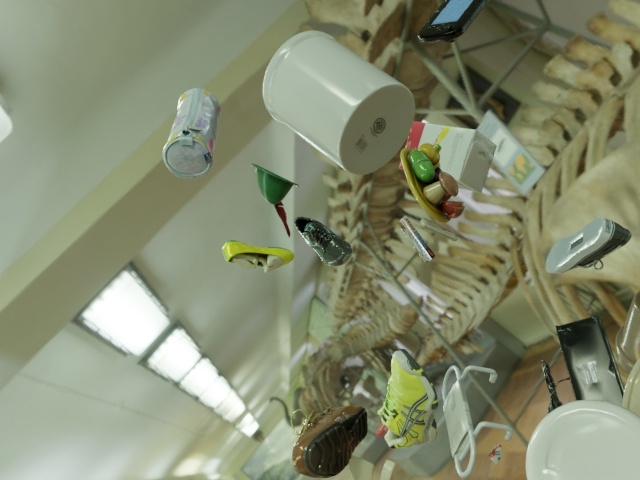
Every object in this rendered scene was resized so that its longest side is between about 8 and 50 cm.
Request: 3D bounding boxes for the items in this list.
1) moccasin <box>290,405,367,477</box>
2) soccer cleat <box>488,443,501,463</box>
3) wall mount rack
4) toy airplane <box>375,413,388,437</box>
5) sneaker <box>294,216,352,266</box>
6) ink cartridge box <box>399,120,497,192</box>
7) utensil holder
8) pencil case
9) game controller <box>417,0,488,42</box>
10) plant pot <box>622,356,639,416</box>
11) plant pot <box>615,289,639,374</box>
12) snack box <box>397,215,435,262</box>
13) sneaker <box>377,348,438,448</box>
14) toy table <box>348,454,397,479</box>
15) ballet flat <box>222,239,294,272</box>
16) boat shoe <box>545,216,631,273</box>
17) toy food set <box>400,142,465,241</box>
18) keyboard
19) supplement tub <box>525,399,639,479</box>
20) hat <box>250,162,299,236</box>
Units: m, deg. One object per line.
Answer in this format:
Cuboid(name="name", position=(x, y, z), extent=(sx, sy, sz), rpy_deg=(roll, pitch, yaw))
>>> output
Cuboid(name="moccasin", position=(0.007, 0.489, 1.509), extent=(0.380, 0.146, 0.139), rpy_deg=(-13, -79, -71))
Cuboid(name="soccer cleat", position=(0.551, 0.666, 1.877), extent=(0.029, 0.036, 0.083), rpy_deg=(-46, -15, 30))
Cuboid(name="wall mount rack", position=(0.406, 0.525, 1.636), extent=(0.350, 0.130, 0.304), rpy_deg=(-85, 8, -58))
Cuboid(name="toy airplane", position=(0.278, 0.683, 2.239), extent=(0.151, 0.151, 0.028), rpy_deg=(-53, -19, 7))
Cuboid(name="sneaker", position=(0.000, 0.000, 1.981), extent=(0.101, 0.267, 0.106), rpy_deg=(-51, -49, -4))
Cuboid(name="ink cartridge box", position=(0.312, -0.204, 1.468), extent=(0.128, 0.176, 0.127), rpy_deg=(16, -88, -49))
Cuboid(name="utensil holder", position=(0.059, -0.431, 1.887), extent=(0.327, 0.385, 0.328), rpy_deg=(-28, -39, -26))
Cuboid(name="pencil case", position=(-0.311, -0.268, 1.472), extent=(0.273, 0.113, 0.124), rpy_deg=(-94, -7, -52))
Cuboid(name="game controller", position=(0.454, -0.765, 2.017), extent=(0.319, 0.166, 0.067), rpy_deg=(-53, -40, -28))
Cuboid(name="plant pot", position=(0.890, 0.392, 1.284), extent=(0.334, 0.334, 0.305), rpy_deg=(-48, 15, -17))
Cuboid(name="plant pot", position=(1.017, 0.264, 1.797), extent=(0.263, 0.263, 0.229), rpy_deg=(-45, -52, -33))
Cuboid(name="snack box", position=(0.339, -0.004, 2.131), extent=(0.022, 0.178, 0.064), rpy_deg=(-33, -7, -18))
Cuboid(name="sneaker", position=(0.245, 0.476, 1.733), extent=(0.147, 0.145, 0.385), rpy_deg=(-22, -56, -13))
Cuboid(name="toy table", position=(0.166, 0.678, 1.550), extent=(0.252, 0.274, 0.161), rpy_deg=(92, -156, -60))
Cuboid(name="ballet flat", position=(-0.183, 0.057, 1.808), extent=(0.077, 0.230, 0.077), rpy_deg=(-58, 32, 35))
Cuboid(name="boat shoe", position=(0.761, 0.027, 1.723), extent=(0.306, 0.104, 0.113), rpy_deg=(117, 171, -60))
Cuboid(name="toy food set", position=(0.226, -0.107, 1.130), extent=(0.128, 0.218, 0.071), rpy_deg=(26, -49, -39))
Cuboid(name="keyboard", position=(0.691, 0.366, 1.609), extent=(0.201, 0.033, 0.317), rpy_deg=(-22, 48, 26))
Cuboid(name="supplement tub", position=(0.533, 0.435, 1.121), extent=(0.235, 0.235, 0.325), rpy_deg=(-52, -38, 2))
Cuboid(name="hat", position=(-0.179, -0.137, 2.041), extent=(0.184, 0.208, 0.173), rpy_deg=(-65, -12, 5))
